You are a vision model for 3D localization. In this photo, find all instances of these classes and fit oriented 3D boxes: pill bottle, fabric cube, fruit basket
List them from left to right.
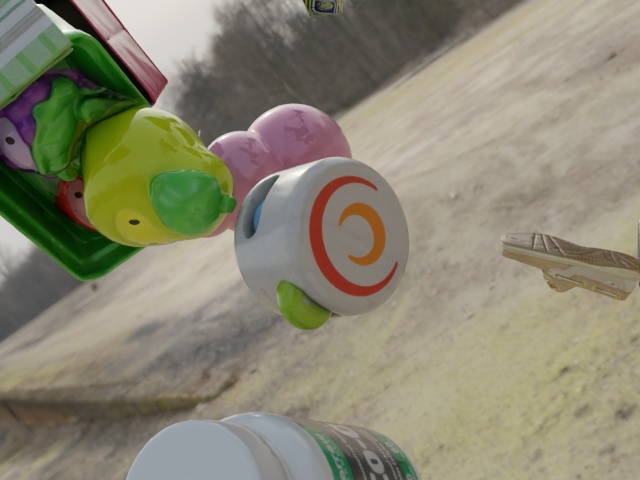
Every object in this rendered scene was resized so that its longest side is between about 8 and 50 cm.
[{"bbox_3d":[-0.447,-0.283,1.607,0.254,0.259,0.258,-36,17,8],"label":"fabric cube"},{"bbox_3d":[-0.282,-0.086,1.202,0.283,0.392,0.392,-35,7,1],"label":"fruit basket"},{"bbox_3d":[-0.039,0.298,1.028,0.204,0.204,0.361,-34,-27,17],"label":"pill bottle"}]

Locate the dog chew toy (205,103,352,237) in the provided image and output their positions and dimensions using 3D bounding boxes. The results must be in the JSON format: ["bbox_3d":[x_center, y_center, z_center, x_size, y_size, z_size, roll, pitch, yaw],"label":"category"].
[{"bbox_3d":[-0.111,-0.106,1.579,0.332,0.206,0.207,-23,1,-25],"label":"dog chew toy"}]

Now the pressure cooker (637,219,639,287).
[{"bbox_3d":[0.906,-0.003,2.044,0.420,0.376,0.369,-73,-5,-46],"label":"pressure cooker"}]

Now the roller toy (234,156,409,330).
[{"bbox_3d":[0.000,0.000,1.138,0.209,0.191,0.146,-17,4,-40],"label":"roller toy"}]

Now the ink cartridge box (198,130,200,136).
[{"bbox_3d":[-0.274,-0.116,1.699,0.181,0.062,0.104,118,162,-47],"label":"ink cartridge box"}]

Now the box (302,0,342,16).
[{"bbox_3d":[-0.011,-0.397,1.350,0.054,0.059,0.169,-4,-19,13],"label":"box"}]

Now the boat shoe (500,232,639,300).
[{"bbox_3d":[0.294,0.035,1.104,0.063,0.170,0.059,-65,-12,-65],"label":"boat shoe"}]

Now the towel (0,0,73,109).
[{"bbox_3d":[-0.346,-0.221,0.975,0.113,0.152,0.023,-42,-8,-3],"label":"towel"}]
